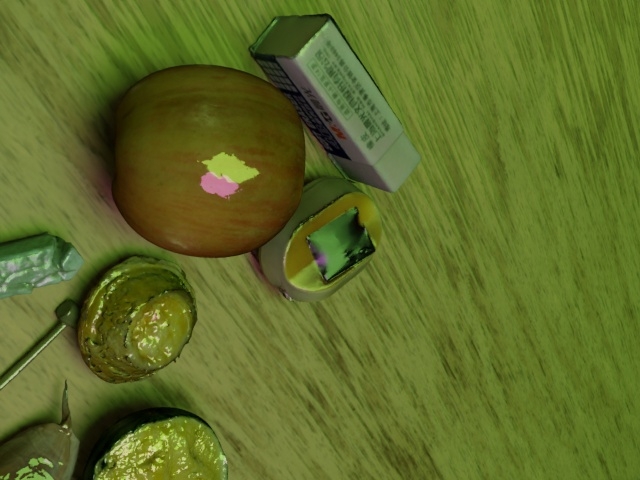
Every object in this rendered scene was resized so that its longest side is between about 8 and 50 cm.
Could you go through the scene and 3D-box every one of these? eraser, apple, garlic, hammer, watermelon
[{"bbox_3d":[0.028,-0.200,1.118,0.086,0.130,0.287,-52,129,-14],"label":"eraser"},{"bbox_3d":[-0.149,-0.096,0.948,0.241,0.242,0.242,7,97,-28],"label":"apple"},{"bbox_3d":[-0.375,0.285,0.943,0.198,0.090,0.128,-33,108,-24],"label":"garlic"},{"bbox_3d":[-0.374,0.162,0.954,0.195,0.028,0.060,-45,133,-18],"label":"hammer"},{"bbox_3d":[-0.238,0.332,1.038,0.204,0.127,0.232,-26,116,-32],"label":"watermelon"}]

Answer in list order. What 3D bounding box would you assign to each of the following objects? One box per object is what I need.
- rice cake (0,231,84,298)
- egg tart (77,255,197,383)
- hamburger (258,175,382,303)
[{"bbox_3d":[-0.436,0.053,0.841,0.336,0.066,0.063,-18,121,-34],"label":"rice cake"},{"bbox_3d":[-0.234,0.112,1.006,0.191,0.074,0.191,-21,119,-43],"label":"egg tart"},{"bbox_3d":[0.000,0.000,1.165,0.210,0.116,0.173,-38,115,-21],"label":"hamburger"}]
